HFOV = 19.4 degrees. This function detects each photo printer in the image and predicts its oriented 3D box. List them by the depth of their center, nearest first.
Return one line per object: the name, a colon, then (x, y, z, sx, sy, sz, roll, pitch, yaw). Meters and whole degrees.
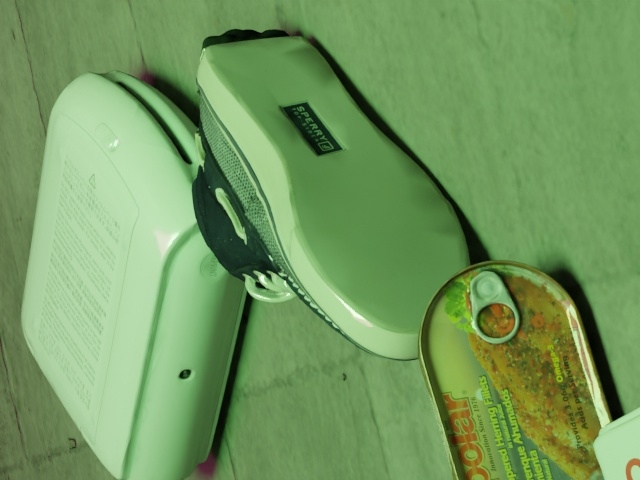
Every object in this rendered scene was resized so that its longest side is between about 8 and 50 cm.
photo printer: (-0.163, 0.021, 1.636, 0.256, 0.107, 0.307, 49, 137, 42)

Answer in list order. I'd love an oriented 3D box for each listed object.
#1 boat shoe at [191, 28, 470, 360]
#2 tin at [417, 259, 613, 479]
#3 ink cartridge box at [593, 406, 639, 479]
boat shoe: (0.000, 0.000, 1.364, 0.340, 0.127, 0.158, -118, 28, -42)
tin: (0.124, 0.107, 1.180, 0.040, 0.106, 0.189, 119, 137, -75)
ink cartridge box: (0.279, 0.192, 0.926, 0.211, 0.122, 0.289, -39, 65, 56)
